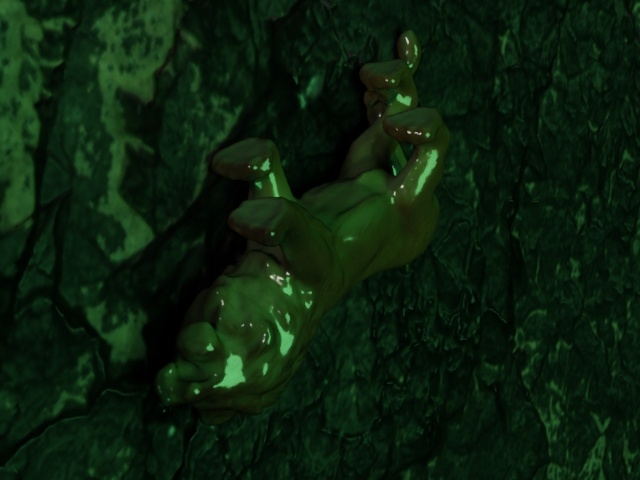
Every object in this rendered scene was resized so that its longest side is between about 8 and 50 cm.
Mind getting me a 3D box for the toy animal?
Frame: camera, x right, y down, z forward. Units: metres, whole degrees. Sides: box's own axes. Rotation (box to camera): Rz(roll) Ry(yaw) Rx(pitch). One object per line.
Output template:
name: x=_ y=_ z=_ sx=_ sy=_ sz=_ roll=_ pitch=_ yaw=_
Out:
toy animal: x=0.000 y=0.000 z=1.086 sx=0.312 sy=0.097 sz=0.157 roll=-36 pitch=138 yaw=-41
